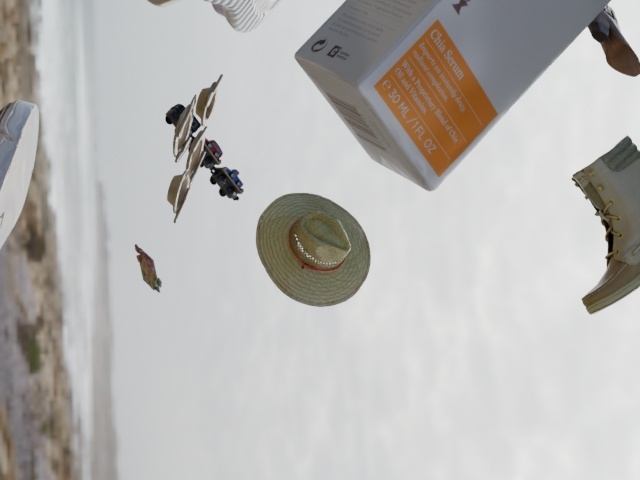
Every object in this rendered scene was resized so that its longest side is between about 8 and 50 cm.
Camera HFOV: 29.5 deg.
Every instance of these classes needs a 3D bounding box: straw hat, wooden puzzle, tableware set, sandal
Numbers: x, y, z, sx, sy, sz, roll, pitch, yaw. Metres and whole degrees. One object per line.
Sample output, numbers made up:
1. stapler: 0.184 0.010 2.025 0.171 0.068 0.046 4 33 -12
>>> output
1. straw hat: 0.000 0.000 1.380 0.061 0.144 0.145 133 -44 -63
2. wooden puzzle: -0.231 0.040 1.625 0.083 0.006 0.049 35 -41 54
3. tableware set: -0.151 -0.113 1.440 0.141 0.020 0.169 -68 175 -48
4. sandal: -0.109 -0.392 1.664 0.169 0.102 0.416 -49 176 6

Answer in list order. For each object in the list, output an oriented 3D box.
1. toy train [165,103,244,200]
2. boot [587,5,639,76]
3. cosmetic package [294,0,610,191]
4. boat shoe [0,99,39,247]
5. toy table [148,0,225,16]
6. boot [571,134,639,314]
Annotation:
1. toy train: -0.148 -0.115 1.591 0.027 0.036 0.158 3 -44 48
2. boot: 0.420 -0.299 1.751 0.042 0.118 0.087 -31 -147 32
3. cosmetic package: 0.210 -0.317 1.670 0.161 0.453 0.230 34 -11 50
4. boat shoe: -0.421 -0.039 1.317 0.127 0.158 0.341 104 -3 -46
5. toy table: -0.185 -0.503 2.139 0.252 0.160 0.274 -60 171 -6
6. boot: 0.381 -0.021 1.593 0.165 0.213 0.077 49 -17 1
